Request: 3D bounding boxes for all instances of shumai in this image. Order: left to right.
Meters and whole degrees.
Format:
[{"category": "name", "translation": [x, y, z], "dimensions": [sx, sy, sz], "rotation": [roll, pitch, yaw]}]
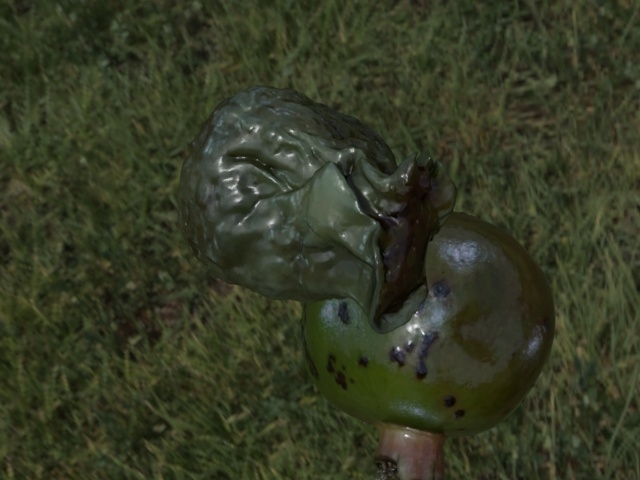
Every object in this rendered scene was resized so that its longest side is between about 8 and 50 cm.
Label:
[{"category": "shumai", "translation": [0.000, 0.000, 0.369], "dimensions": [0.082, 0.083, 0.080], "rotation": [-13, 39, -9]}]

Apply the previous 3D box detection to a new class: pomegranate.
[{"category": "pomegranate", "translation": [0.091, 0.121, 1.266], "dimensions": [0.290, 0.291, 0.323], "rotation": [27, 83, 29]}]
